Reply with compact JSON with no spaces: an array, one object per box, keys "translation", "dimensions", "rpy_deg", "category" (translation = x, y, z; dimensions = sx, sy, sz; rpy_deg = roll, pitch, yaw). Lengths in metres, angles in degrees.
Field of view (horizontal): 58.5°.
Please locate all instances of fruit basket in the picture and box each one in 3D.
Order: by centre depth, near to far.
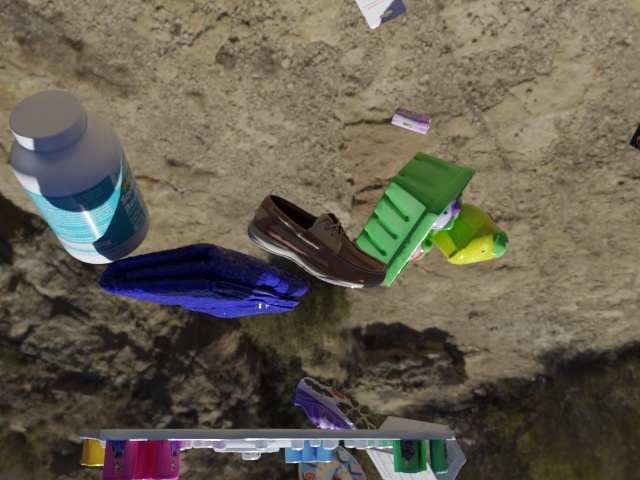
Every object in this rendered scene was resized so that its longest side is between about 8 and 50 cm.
[{"translation":[0.338,-0.025,1.616],"dimensions":[0.392,0.283,0.392],"rpy_deg":[23,135,25],"category":"fruit basket"}]

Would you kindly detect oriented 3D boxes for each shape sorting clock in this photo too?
[{"translation":[0.036,0.594,1.417],"dimensions":[0.206,0.206,0.040],"rpy_deg":[23,123,-31],"category":"shape sorting clock"}]

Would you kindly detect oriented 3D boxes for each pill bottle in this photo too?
[{"translation":[-0.353,-0.090,0.843],"dimensions":[0.146,0.146,0.264],"rpy_deg":[4,147,3],"category":"pill bottle"}]

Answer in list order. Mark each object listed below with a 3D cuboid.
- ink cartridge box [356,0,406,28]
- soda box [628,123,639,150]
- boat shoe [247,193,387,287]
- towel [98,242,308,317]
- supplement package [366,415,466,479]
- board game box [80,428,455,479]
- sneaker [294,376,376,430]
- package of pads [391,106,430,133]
[{"translation":[0.129,-0.626,1.389],"dimensions":[0.104,0.061,0.181],"rpy_deg":[-19,125,25],"category":"ink cartridge box"},{"translation":[0.788,-0.217,1.298],"dimensions":[0.169,0.060,0.053],"rpy_deg":[5,119,-24],"category":"soda box"},{"translation":[0.000,0.000,1.237],"dimensions":[0.324,0.123,0.116],"rpy_deg":[23,115,2],"category":"boat shoe"},{"translation":[-0.182,0.084,0.964],"dimensions":[0.227,0.076,0.308],"rpy_deg":[-12,162,22],"category":"towel"},{"translation":[0.210,0.476,1.275],"dimensions":[0.179,0.105,0.105],"rpy_deg":[-9,115,49],"category":"supplement package"},{"translation":[-0.095,0.270,0.739],"dimensions":[0.390,0.050,0.390],"rpy_deg":[9,160,-23],"category":"board game box"},{"translation":[0.026,0.312,1.014],"dimensions":[0.170,0.071,0.068],"rpy_deg":[31,-163,27],"category":"sneaker"},{"translation":[0.202,-0.267,1.268],"dimensions":[0.083,0.050,0.032],"rpy_deg":[19,120,5],"category":"package of pads"}]
